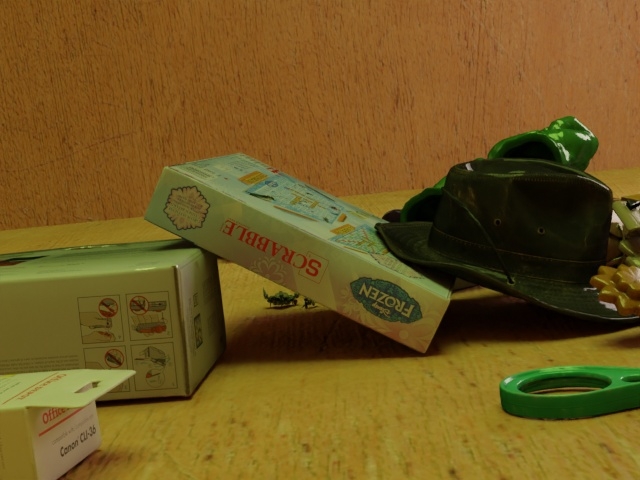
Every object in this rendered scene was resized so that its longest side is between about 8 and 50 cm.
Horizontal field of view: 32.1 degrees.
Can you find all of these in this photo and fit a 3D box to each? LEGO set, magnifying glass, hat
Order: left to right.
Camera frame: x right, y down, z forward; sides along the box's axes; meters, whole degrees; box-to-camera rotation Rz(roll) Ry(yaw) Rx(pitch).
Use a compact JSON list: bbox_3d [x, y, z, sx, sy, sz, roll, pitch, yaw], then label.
[{"bbox_3d":[-0.042,0.080,1.455,0.054,0.023,0.083,-13,23,-35],"label":"LEGO set"},{"bbox_3d":[0.232,-0.024,1.235,0.332,0.133,0.331,14,11,-3],"label":"hat"},{"bbox_3d":[0.256,0.112,0.866,0.231,0.026,0.092,-4,7,10],"label":"magnifying glass"}]

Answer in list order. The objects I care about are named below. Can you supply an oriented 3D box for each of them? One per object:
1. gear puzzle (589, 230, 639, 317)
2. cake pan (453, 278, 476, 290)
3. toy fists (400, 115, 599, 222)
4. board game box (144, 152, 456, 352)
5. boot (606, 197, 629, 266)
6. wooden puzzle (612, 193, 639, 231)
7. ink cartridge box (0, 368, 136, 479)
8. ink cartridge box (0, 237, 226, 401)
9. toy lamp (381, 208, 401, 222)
[{"bbox_3d":[0.405,0.019,1.127,0.339,0.044,0.175,-10,38,-29],"label":"gear puzzle"},{"bbox_3d":[0.118,0.032,1.556,0.293,0.054,0.293,-6,6,1],"label":"cake pan"},{"bbox_3d":[0.236,-0.079,1.482,0.279,0.096,0.142,-31,-11,34],"label":"toy fists"},{"bbox_3d":[0.000,0.000,1.254,0.318,0.065,0.319,25,11,7],"label":"board game box"},{"bbox_3d":[0.381,-0.006,1.484,0.115,0.112,0.305,15,17,39],"label":"boot"},{"bbox_3d":[0.347,-0.027,1.155,0.079,0.014,0.116,-2,27,-10],"label":"wooden puzzle"},{"bbox_3d":[-0.245,0.145,0.840,0.198,0.067,0.115,-6,7,13],"label":"ink cartridge box"},{"bbox_3d":[-0.263,0.079,1.152,0.310,0.130,0.272,-4,6,6],"label":"ink cartridge box"},{"bbox_3d":[0.082,-0.003,1.793,0.080,0.080,0.275,-1,7,39],"label":"toy lamp"}]
